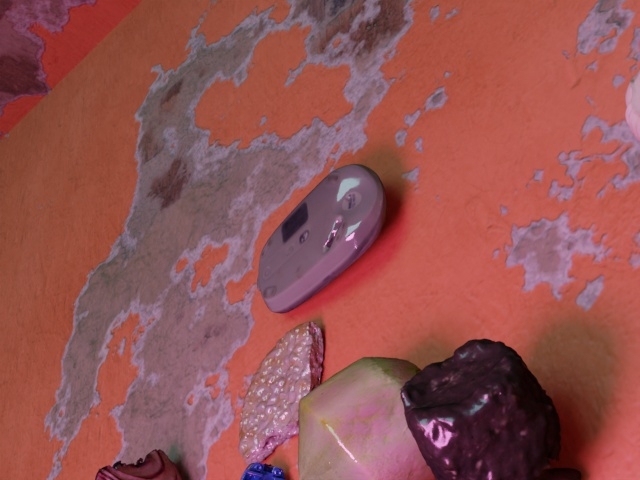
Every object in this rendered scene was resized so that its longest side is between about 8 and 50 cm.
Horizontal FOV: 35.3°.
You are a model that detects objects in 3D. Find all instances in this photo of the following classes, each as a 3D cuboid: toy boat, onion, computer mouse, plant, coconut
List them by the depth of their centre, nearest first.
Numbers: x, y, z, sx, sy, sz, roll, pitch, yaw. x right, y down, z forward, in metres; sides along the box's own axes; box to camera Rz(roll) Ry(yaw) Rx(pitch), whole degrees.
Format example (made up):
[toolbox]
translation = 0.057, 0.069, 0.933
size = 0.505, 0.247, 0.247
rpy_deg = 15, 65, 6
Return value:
[plant]
translation = 0.216, 0.248, 1.242
size = 0.178, 0.234, 0.204
rpy_deg = -34, 15, 1
[coconut]
translation = 0.070, 0.278, 1.400
size = 0.204, 0.236, 0.235
rpy_deg = 94, -167, -73
[toy boat]
translation = -0.095, 0.439, 1.579
size = 0.110, 0.091, 0.175
rpy_deg = -17, 56, 65
[onion]
translation = -0.342, 0.515, 1.751
size = 0.280, 0.146, 0.314
rpy_deg = -63, -9, 7
[computer mouse]
translation = 0.005, 0.003, 1.769
size = 0.331, 0.095, 0.197
rpy_deg = -41, 37, 39

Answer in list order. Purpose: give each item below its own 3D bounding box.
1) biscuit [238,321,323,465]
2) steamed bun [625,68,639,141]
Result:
[biscuit]
translation = -0.063, 0.262, 1.711
size = 0.188, 0.040, 0.265
rpy_deg = 26, 88, 55
[steamed bun]
translation = 0.487, -0.181, 1.288
size = 0.183, 0.106, 0.182
rpy_deg = -26, 50, 36
